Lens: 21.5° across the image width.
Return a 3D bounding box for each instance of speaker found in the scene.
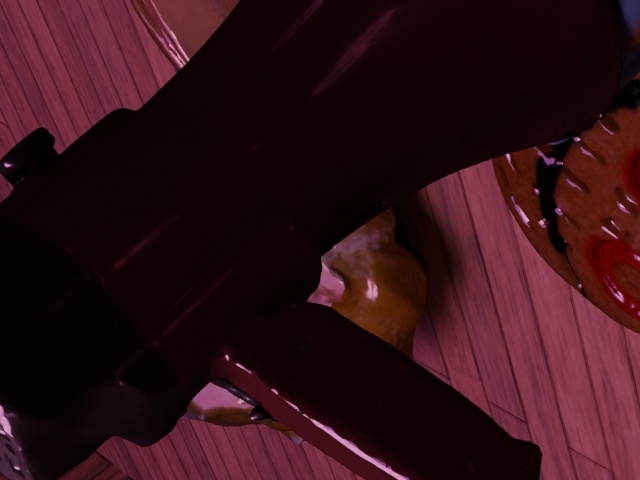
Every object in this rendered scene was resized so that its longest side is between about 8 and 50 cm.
[{"bbox_3d":[0.001,0.000,0.748,0.259,0.329,0.198,40,156,-1],"label":"speaker"}]

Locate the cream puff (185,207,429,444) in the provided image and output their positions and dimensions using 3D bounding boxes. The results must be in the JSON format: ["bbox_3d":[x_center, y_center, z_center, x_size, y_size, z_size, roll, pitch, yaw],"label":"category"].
[{"bbox_3d":[-0.039,0.030,1.836,0.378,0.275,0.378,13,119,25],"label":"cream puff"}]

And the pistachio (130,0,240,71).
[{"bbox_3d":[-0.104,-0.245,1.610,0.162,0.181,0.293,-18,103,48],"label":"pistachio"}]

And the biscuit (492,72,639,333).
[{"bbox_3d":[0.268,-0.038,1.381,0.314,0.063,0.367,45,155,19],"label":"biscuit"}]

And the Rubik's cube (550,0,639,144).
[{"bbox_3d":[0.146,-0.319,0.809,0.347,0.344,0.346,43,154,7],"label":"Rubik's cube"}]
